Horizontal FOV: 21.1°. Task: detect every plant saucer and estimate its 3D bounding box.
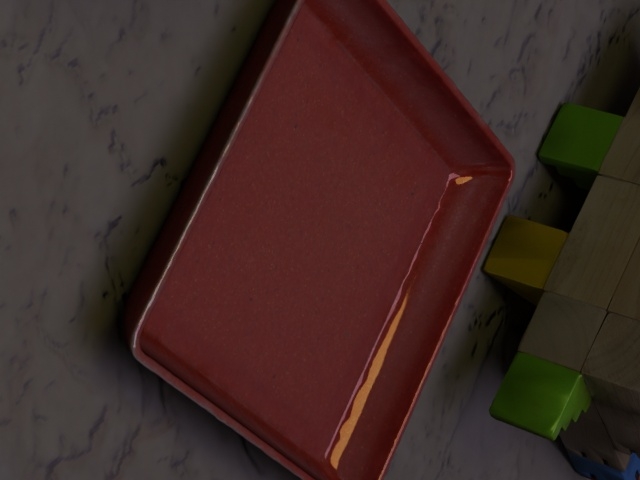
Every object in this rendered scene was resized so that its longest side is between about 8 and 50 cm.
[{"bbox_3d":[0.000,0.000,1.011,0.258,0.047,0.259,43,65,-48],"label":"plant saucer"}]

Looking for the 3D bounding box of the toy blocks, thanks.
[{"bbox_3d":[0.273,0.026,1.285,0.381,0.190,0.261,-62,151,-18],"label":"toy blocks"}]
